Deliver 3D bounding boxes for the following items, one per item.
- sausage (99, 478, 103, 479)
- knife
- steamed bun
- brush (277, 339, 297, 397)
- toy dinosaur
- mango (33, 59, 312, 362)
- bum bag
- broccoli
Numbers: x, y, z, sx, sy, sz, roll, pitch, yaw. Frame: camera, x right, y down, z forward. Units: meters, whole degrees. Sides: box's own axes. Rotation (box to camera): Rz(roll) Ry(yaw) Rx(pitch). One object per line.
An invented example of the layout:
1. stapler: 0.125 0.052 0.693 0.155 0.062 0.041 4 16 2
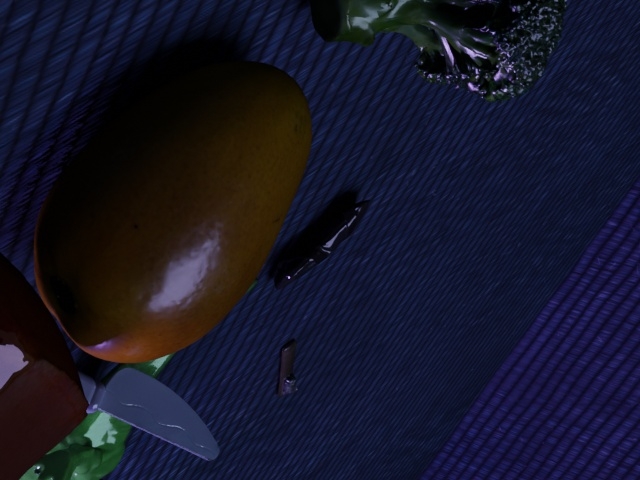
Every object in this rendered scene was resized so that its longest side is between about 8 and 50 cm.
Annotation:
1. sausage: -0.367 0.425 1.952 0.053 0.053 0.348 -52 -176 16
2. knife: -0.252 0.195 1.695 0.331 0.044 0.080 26 68 -34
3. steamed bun: -0.367 0.100 1.231 0.235 0.248 0.379 -42 168 -10
4. brush: -0.055 0.234 2.404 0.034 0.027 0.190 -38 157 -25
5. toy dinosaur: -0.283 0.269 1.878 0.500 0.144 0.374 -32 161 -21
6. mango: -0.146 -0.043 1.456 0.378 0.221 0.264 -50 157 -19
7. bum bag: 0.000 0.000 2.050 0.198 0.049 0.087 -43 -176 -9
8. broccoli: 0.149 -0.282 1.541 0.297 0.297 0.297 -15 149 -17
